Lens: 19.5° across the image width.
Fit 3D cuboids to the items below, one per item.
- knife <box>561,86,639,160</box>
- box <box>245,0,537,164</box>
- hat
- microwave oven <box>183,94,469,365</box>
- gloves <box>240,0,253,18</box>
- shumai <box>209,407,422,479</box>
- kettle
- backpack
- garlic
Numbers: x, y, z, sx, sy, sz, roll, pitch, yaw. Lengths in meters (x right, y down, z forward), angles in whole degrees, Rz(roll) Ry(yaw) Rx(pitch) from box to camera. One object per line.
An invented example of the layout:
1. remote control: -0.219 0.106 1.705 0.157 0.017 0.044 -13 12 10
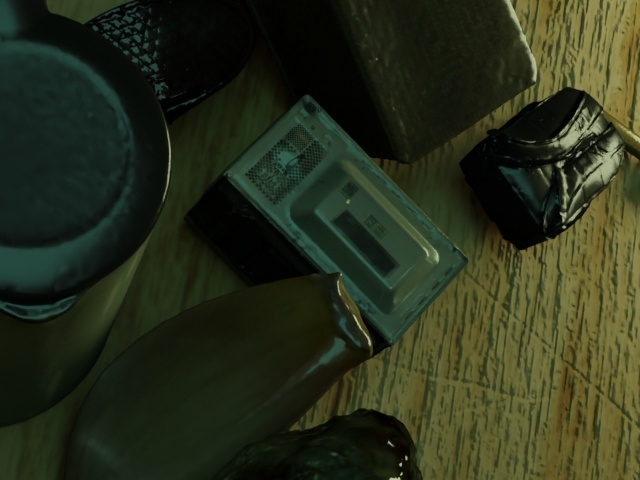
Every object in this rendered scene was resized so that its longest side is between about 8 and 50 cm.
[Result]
1. knife: 0.336 -0.067 1.848 0.256 0.022 0.046 35 60 -7
2. box: 0.051 -0.221 1.692 0.184 0.143 0.273 -35 114 -23
3. hat: -0.146 -0.143 1.710 0.193 0.082 0.193 -9 40 7
4. microwave oven: 0.000 0.000 1.656 0.208 0.162 0.122 45 67 -2
5. gloves: -0.040 -0.258 1.778 0.129 0.106 0.180 -35 113 -21
6. shumai: -0.086 0.328 1.461 0.348 0.395 0.395 -1 71 6
7. kettle: -0.261 -0.064 1.482 0.250 0.376 0.361 0 73 -16
8. backpack: 0.214 -0.070 1.772 0.165 0.106 0.120 -32 92 -42
9. garlic: -0.095 0.136 1.575 0.318 0.112 0.143 -40 62 13
